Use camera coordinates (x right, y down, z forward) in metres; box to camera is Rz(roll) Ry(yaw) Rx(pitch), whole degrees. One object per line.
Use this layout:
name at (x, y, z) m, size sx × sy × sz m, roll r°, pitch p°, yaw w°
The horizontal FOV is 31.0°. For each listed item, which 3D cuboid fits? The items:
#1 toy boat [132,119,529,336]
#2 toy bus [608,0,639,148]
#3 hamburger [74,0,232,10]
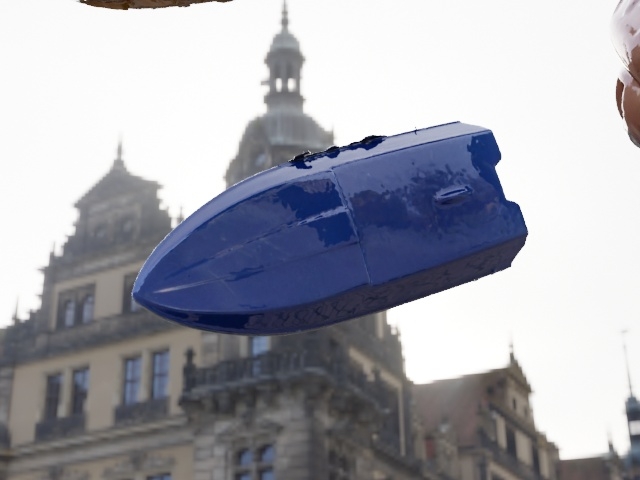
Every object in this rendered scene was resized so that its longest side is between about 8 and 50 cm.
toy boat at (0.000, 0.000, 0.858) m, size 0.295 × 0.129 × 0.088 m, roll -16°, pitch -7°, yaw -20°
toy bus at (0.338, -0.121, 0.814) m, size 0.288 × 0.194 × 0.232 m, roll 40°, pitch -73°, yaw -13°
hamburger at (-0.115, -0.236, 0.668) m, size 0.244 × 0.163 × 0.244 m, roll -5°, pitch -11°, yaw -1°
